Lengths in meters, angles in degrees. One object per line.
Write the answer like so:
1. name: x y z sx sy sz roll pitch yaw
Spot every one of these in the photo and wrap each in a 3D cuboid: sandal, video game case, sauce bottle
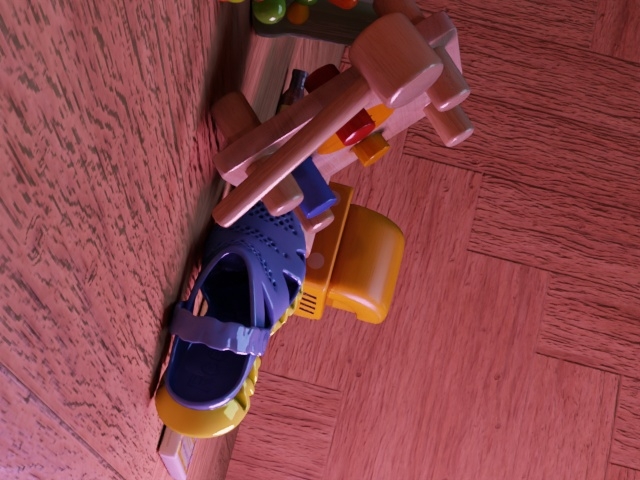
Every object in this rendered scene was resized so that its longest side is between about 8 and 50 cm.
1. sandal: -0.087 0.052 1.100 0.138 0.126 0.317 97 5 -49
2. video game case: -0.165 0.200 1.336 0.227 0.026 0.206 103 2 -69
3. sauce bottle: -0.046 -0.203 1.585 0.042 0.042 0.128 8 98 -89

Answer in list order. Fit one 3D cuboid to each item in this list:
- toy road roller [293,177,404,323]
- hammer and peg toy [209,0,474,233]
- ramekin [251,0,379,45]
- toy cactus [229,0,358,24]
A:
1. toy road roller: 0.000 0.000 1.412 0.329 0.240 0.202 101 4 -69
2. hammer and peg toy: 0.014 -0.124 0.977 0.266 0.127 0.361 -32 171 6
3. ramekin: 0.035 -0.355 1.102 0.303 0.148 0.303 14 90 -89
4. toy cactus: -0.027 -0.271 0.845 0.219 0.112 0.180 -40 135 -73
